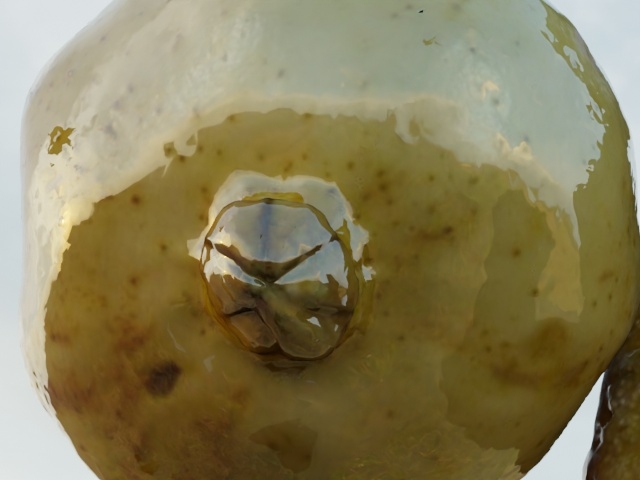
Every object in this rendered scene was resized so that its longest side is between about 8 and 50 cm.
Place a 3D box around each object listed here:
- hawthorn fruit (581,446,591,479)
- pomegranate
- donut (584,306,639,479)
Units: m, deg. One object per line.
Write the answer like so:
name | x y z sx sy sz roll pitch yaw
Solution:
hawthorn fruit | 0.308 0.226 0.946 0.215 0.250 0.215 -9 -51 -11
pomegranate | 0.000 0.000 0.726 0.410 0.410 0.410 3 -24 1
donut | 0.318 0.102 0.649 0.163 0.378 0.435 34 9 -24
